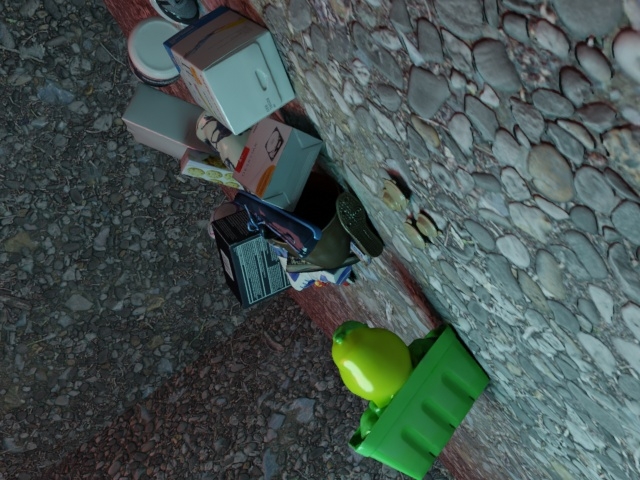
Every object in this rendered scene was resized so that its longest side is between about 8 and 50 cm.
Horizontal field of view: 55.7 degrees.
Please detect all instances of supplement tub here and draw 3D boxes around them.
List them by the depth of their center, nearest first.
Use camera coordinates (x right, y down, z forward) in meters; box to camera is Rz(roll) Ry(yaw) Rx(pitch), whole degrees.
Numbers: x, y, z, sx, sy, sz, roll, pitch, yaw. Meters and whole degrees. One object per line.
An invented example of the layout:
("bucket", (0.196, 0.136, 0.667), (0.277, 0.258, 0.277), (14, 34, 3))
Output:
("supplement tub", (-0.529, -0.606, 1.974), (0.191, 0.191, 0.272), (56, 169, -14))

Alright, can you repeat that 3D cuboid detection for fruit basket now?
("fruit basket", (0.170, 0.341, 1.472), (0.392, 0.392, 0.283), (52, 170, 10))

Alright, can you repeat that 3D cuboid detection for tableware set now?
("tableware set", (0.168, -0.053, 1.171), (0.169, 0.020, 0.141), (53, 172, 0))

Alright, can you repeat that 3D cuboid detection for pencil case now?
("pencil case", (-0.211, -0.232, 1.866), (0.410, 0.160, 0.183), (52, 160, 8))

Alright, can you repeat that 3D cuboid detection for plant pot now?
("plant pot", (-0.010, -0.026, 1.582), (0.215, 0.215, 0.230), (45, 174, 38))

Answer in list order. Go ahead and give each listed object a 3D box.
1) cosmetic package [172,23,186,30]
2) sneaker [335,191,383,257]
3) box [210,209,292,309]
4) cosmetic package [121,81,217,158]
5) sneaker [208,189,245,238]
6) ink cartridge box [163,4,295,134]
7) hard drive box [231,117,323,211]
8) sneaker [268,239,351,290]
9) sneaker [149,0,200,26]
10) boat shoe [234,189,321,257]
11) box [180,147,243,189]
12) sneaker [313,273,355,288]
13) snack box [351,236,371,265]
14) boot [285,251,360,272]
("cosmetic package", (-0.399, -0.664, 1.579), (0.099, 0.060, 0.239), (45, 167, 43))
("sneaker", (0.082, -0.038, 1.467), (0.188, 0.066, 0.071), (59, 169, -23))
("box", (-0.199, 0.037, 2.152), (0.183, 0.294, 0.296), (46, 151, 46))
("cosmetic package", (-0.464, -0.373, 2.099), (0.384, 0.156, 0.217), (24, 167, 0))
("sneaker", (-0.280, -0.107, 2.226), (0.114, 0.305, 0.152), (34, 165, 36))
("ink cartridge box", (-0.201, -0.377, 1.333), (0.232, 0.168, 0.171), (42, 164, 45))
("hard drive box", (-0.110, -0.192, 1.464), (0.089, 0.181, 0.232), (20, -173, -30))
("sneaker", (-0.023, 0.084, 1.971), (0.315, 0.127, 0.182), (23, 141, 38))
("sneaker", (-0.360, -0.616, 1.447), (0.153, 0.101, 0.268), (27, 166, 43))
("boat shoe", (-0.119, -0.042, 1.429), (0.258, 0.089, 0.109), (30, -171, 36))
("box", (-0.295, -0.221, 1.981), (0.324, 0.067, 0.063), (14, -135, -32))
("sneaker", (0.031, 0.125, 2.078), (0.107, 0.118, 0.279), (55, 170, -11))
("snack box", (0.079, -0.005, 1.707), (0.178, 0.022, 0.064), (48, 167, 30))
("boot", (-0.002, 0.000, 1.789), (0.085, 0.236, 0.179), (14, -111, -65))
